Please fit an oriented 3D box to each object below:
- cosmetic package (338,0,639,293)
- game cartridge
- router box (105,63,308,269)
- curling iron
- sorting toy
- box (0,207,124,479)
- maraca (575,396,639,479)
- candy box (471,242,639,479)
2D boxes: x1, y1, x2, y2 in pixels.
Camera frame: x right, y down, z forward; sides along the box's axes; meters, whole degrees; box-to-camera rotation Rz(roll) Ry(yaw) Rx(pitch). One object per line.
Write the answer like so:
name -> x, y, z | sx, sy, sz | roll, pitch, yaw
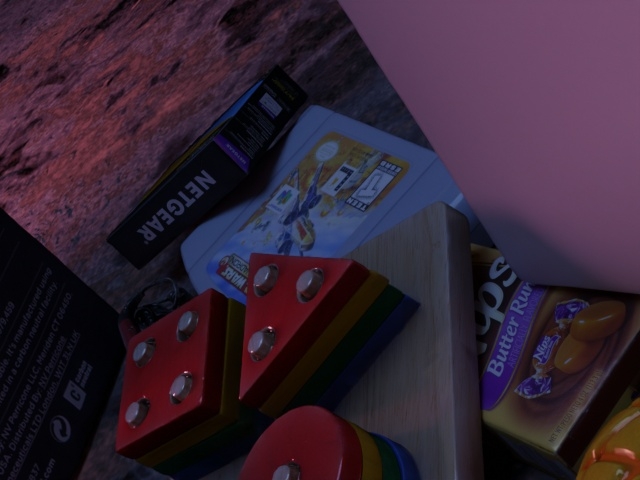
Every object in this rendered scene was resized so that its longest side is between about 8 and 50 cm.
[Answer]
cosmetic package -> 0.243, -0.213, 0.660 | 0.394, 0.327, 0.329 | -48, 28, -24
game cartridge -> 0.000, 0.000, 1.018 | 0.198, 0.062, 0.297 | -45, 29, -9
router box -> -0.100, -0.064, 1.156 | 0.179, 0.046, 0.133 | -38, 13, 40
curling iron -> -0.121, 0.110, 1.043 | 0.068, 0.035, 0.274 | -40, 30, 8
sorting toy -> -0.029, 0.118, 0.794 | 0.255, 0.089, 0.257 | -31, 41, 35
box -> -0.514, 0.095, 1.107 | 0.480, 0.472, 0.297 | -20, 38, 35
maraca -> 0.183, 0.109, 0.616 | 0.127, 0.099, 0.185 | -16, 14, 37
candy box -> 0.120, 0.069, 0.782 | 0.109, 0.053, 0.186 | -52, 29, -13
